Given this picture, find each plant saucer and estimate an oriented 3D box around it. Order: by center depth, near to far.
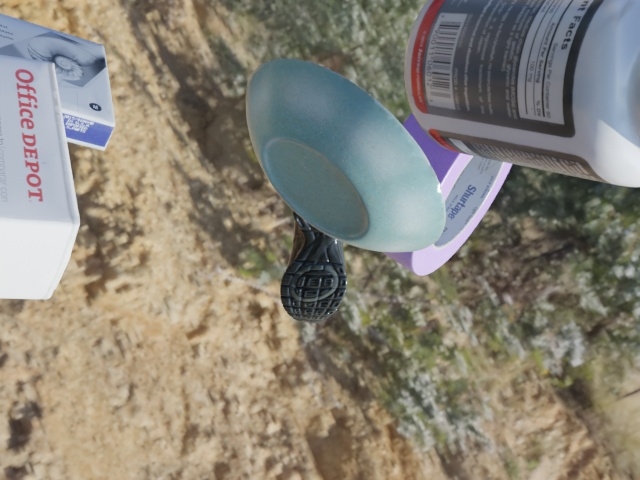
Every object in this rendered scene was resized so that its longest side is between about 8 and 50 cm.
[{"bbox_3d":[0.006,-0.051,0.695,0.195,0.037,0.195,34,-26,19],"label":"plant saucer"}]

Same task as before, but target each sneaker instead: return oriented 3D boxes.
[{"bbox_3d":[0.000,0.000,1.464,0.130,0.109,0.286,-78,178,-66],"label":"sneaker"}]

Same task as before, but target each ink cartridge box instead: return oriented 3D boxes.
[{"bbox_3d":[-0.280,-0.049,0.582,0.092,0.218,0.158,-53,-136,41],"label":"ink cartridge box"},{"bbox_3d":[-0.346,-0.207,0.996,0.223,0.045,0.224,12,37,-31],"label":"ink cartridge box"}]

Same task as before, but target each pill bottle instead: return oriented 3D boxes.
[{"bbox_3d":[0.276,-0.168,0.920,0.363,0.210,0.210,21,-38,51],"label":"pill bottle"}]

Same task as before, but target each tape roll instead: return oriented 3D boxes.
[{"bbox_3d":[0.173,-0.090,1.246,0.090,0.275,0.275,33,-14,21],"label":"tape roll"}]
